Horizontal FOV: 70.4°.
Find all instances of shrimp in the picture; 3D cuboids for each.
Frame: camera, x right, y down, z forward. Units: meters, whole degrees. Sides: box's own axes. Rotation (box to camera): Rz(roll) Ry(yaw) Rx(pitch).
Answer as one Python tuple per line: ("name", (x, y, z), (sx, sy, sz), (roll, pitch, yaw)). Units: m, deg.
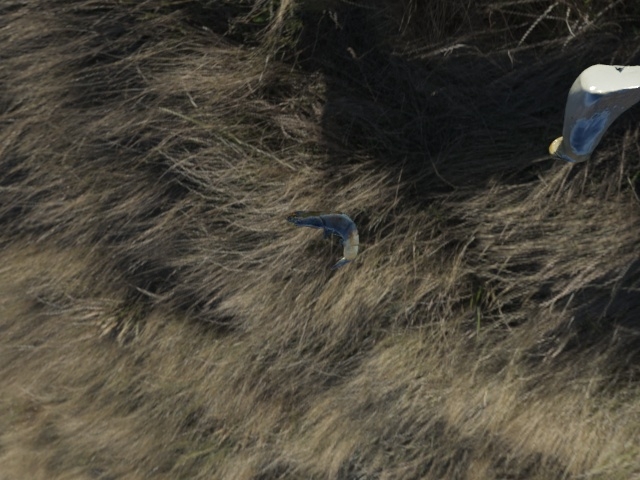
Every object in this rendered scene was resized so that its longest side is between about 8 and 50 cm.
("shrimp", (0.002, -0.001, 1.053), (0.195, 0.035, 0.148), (6, 121, 31))

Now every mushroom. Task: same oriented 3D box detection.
("mushroom", (0.690, -0.306, 1.149), (0.159, 0.122, 0.329), (32, 164, 22))
